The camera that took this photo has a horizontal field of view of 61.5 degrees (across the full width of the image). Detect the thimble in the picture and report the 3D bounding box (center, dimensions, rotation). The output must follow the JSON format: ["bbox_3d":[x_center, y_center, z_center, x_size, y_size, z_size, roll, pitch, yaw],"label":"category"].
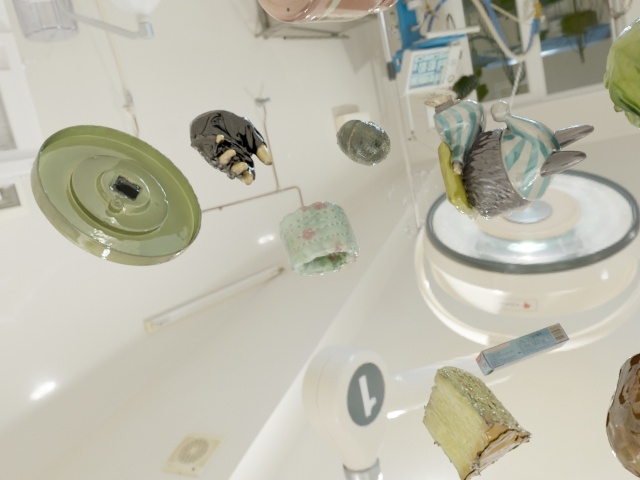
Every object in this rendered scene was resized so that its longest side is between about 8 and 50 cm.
[{"bbox_3d":[0.000,0.000,1.416,0.185,0.149,0.211,-26,158,18],"label":"thimble"}]

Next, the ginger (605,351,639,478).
[{"bbox_3d":[0.491,0.183,0.673,0.321,0.165,0.172,-31,165,-8],"label":"ginger"}]

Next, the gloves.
[{"bbox_3d":[-0.192,-0.192,1.162,0.165,0.203,0.124,-9,152,-16],"label":"gloves"}]

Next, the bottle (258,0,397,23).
[{"bbox_3d":[0.046,-0.470,0.947,0.207,0.173,0.297,24,-149,32],"label":"bottle"}]

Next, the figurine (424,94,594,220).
[{"bbox_3d":[0.513,-0.257,1.429,0.378,0.361,0.266,-16,179,26],"label":"figurine"}]

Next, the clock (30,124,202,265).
[{"bbox_3d":[-0.274,-0.068,0.753,0.029,0.235,0.235,-43,170,34],"label":"clock"}]

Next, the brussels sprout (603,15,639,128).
[{"bbox_3d":[0.747,-0.330,1.002,0.371,0.314,0.276,36,-107,30],"label":"brussels sprout"}]

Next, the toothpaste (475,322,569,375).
[{"bbox_3d":[0.430,0.238,1.157,0.194,0.044,0.070,-16,148,-12],"label":"toothpaste"}]

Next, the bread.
[{"bbox_3d":[0.356,0.486,1.394,0.315,0.279,0.248,21,-153,-44],"label":"bread"}]

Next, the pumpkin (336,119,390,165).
[{"bbox_3d":[0.149,-0.335,1.843,0.146,0.190,0.190,-49,-173,6],"label":"pumpkin"}]
